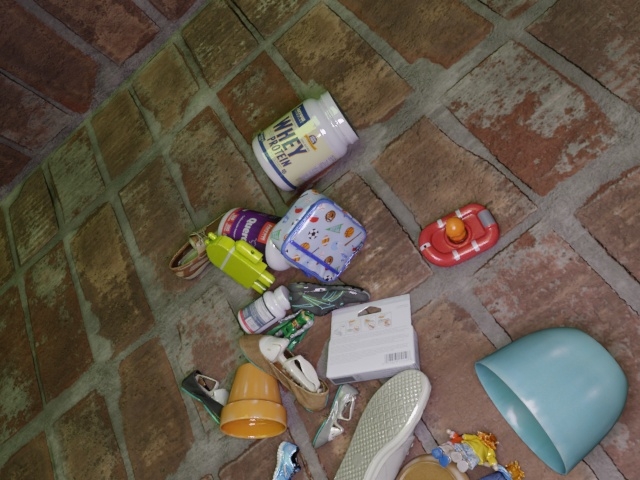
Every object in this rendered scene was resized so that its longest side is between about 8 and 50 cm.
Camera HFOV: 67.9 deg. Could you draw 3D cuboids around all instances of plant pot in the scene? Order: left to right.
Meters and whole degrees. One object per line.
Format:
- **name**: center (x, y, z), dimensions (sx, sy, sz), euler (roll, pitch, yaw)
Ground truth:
- **plant pot**: center (-0.207, 0.496, 1.493), dimensions (0.205, 0.205, 0.188), euler (-19, 49, 20)
- **plant pot**: center (0.279, 0.669, 1.220), dimensions (0.236, 0.032, 0.237), euler (-23, 44, 25)
- **plant pot**: center (0.549, 0.341, 1.107), dimensions (0.235, 0.293, 0.293), euler (-34, 59, -4)

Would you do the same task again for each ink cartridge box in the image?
- **ink cartridge box**: center (0.157, 0.300, 1.446), dimensions (0.274, 0.060, 0.239), euler (-15, 42, 22)

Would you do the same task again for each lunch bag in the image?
- **lunch bag**: center (0.000, 0.000, 1.498), dimensions (0.243, 0.303, 0.115), euler (-52, 45, 0)

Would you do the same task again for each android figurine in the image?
- **android figurine**: center (-0.279, 0.074, 1.614), dimensions (0.272, 0.248, 0.056), euler (38, 58, -2)

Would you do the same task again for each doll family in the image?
- **doll family**: center (0.415, 0.567, 1.166), dimensions (0.263, 0.163, 0.118), euler (58, 134, 29)

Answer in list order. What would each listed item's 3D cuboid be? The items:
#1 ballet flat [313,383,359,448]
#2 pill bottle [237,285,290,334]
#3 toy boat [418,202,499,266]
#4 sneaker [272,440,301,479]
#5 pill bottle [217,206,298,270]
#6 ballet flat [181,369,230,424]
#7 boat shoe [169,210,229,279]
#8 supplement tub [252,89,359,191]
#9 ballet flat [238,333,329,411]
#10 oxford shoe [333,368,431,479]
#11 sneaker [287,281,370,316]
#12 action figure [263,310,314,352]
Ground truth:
- **ballet flat**: center (0.050, 0.532, 1.410), dimensions (0.068, 0.072, 0.213), euler (24, 84, 25)
- **pill bottle**: center (-0.180, 0.235, 1.611), dimensions (0.180, 0.108, 0.108), euler (-35, 60, 11)
- **toy boat**: center (0.394, -0.023, 1.383), dimensions (0.230, 0.151, 0.151), euler (-29, 61, 15)
- **sneaker**: center (-0.098, 0.696, 1.432), dimensions (0.073, 0.063, 0.162), euler (-2, 72, 23)
- **pill bottle**: center (-0.190, -0.002, 1.656), dimensions (0.322, 0.181, 0.182), euler (14, 79, 31)
- **ballet flat**: center (-0.367, 0.531, 1.613), dimensions (0.280, 0.095, 0.096), euler (28, 74, 32)
- **boat shoe**: center (-0.447, 0.019, 1.816), dimensions (0.324, 0.120, 0.122), euler (-48, 59, 5)
- **supplement tub**: center (-0.051, -0.349, 1.677), dimensions (0.324, 0.235, 0.236), euler (-33, 61, 13)
- **ballet flat**: center (-0.103, 0.380, 1.461), dimensions (0.342, 0.116, 0.124), euler (41, 128, 14)
- **oxford shoe**: center (0.177, 0.560, 1.299), dimensions (0.450, 0.130, 0.169), euler (-62, 27, -3)
- **sneaker**: center (0.027, 0.189, 1.521), dimensions (0.267, 0.101, 0.106), euler (2, 86, 13)
- **action figure**: center (-0.098, 0.297, 1.578), dimensions (0.232, 0.063, 0.137), euler (-43, 56, 3)
